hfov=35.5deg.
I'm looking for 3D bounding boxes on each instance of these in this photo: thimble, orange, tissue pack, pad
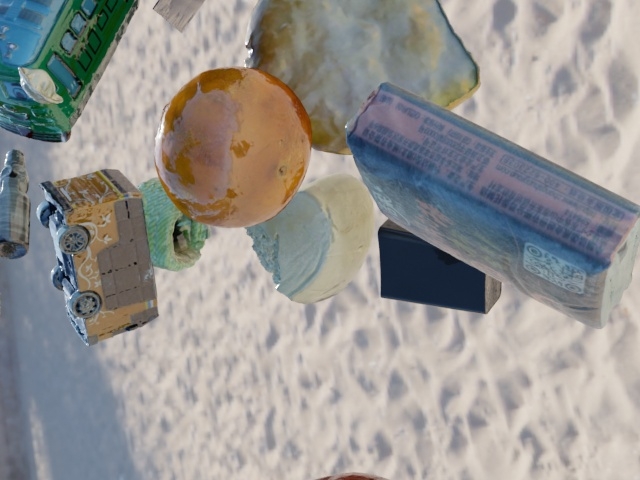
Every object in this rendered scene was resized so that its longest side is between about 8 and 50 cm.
[{"bbox_3d":[-0.355,-0.037,2.317,0.150,0.219,0.219,14,117,22],"label":"thimble"},{"bbox_3d":[-0.145,-0.155,1.709,0.226,0.284,0.284,27,124,39],"label":"orange"},{"bbox_3d":[0.192,-0.033,1.109,0.315,0.103,0.228,30,168,22],"label":"tissue pack"},{"bbox_3d":[-0.195,-0.480,1.741,0.248,0.007,0.367,-53,4,5],"label":"pad"}]

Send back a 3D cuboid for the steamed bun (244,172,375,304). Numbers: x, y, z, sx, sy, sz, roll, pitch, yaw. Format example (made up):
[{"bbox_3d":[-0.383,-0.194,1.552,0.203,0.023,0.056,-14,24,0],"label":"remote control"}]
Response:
[{"bbox_3d":[0.000,0.000,2.318,0.273,0.290,0.272,-25,96,40],"label":"steamed bun"}]

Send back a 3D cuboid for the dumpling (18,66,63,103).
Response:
[{"bbox_3d":[-0.407,-0.221,1.453,0.059,0.043,0.077,47,164,42],"label":"dumpling"}]

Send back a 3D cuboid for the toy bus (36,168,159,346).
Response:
[{"bbox_3d":[-0.447,0.031,2.035,0.162,0.194,0.323,38,140,49],"label":"toy bus"}]

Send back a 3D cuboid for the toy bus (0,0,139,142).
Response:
[{"bbox_3d":[-0.459,-0.363,1.703,0.199,0.183,0.344,69,-142,-64],"label":"toy bus"}]

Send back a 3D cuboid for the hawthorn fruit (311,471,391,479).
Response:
[{"bbox_3d":[0.079,0.498,1.499,0.311,0.295,0.295,-110,24,-42],"label":"hawthorn fruit"}]

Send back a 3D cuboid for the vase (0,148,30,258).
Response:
[{"bbox_3d":[-0.521,-0.069,1.692,0.060,0.059,0.211,112,155,-50],"label":"vase"}]

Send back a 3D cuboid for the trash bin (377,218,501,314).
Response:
[{"bbox_3d":[0.240,0.045,1.991,0.225,0.115,0.165,11,120,27],"label":"trash bin"}]

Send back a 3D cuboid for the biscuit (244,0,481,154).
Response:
[{"bbox_3d":[0.069,-0.379,1.990,0.429,0.446,0.104,57,-177,10],"label":"biscuit"}]
